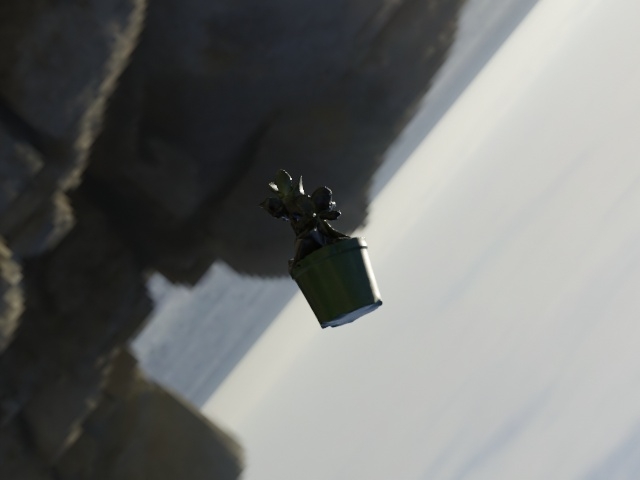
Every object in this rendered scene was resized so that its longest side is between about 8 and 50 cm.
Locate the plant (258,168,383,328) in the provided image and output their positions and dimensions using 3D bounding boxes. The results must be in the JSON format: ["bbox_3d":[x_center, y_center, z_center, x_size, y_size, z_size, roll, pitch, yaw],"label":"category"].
[{"bbox_3d":[0.000,0.000,1.084,0.051,0.102,0.051,-24,169,-5],"label":"plant"}]
